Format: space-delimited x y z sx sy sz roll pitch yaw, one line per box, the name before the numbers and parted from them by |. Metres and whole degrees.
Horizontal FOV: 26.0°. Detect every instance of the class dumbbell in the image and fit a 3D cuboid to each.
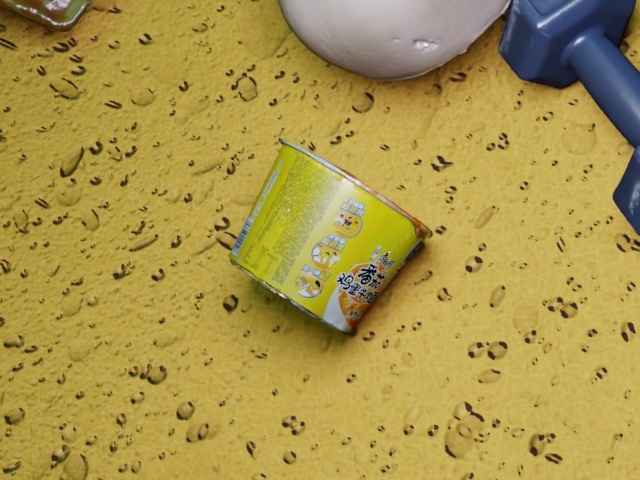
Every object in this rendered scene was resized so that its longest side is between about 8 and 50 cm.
dumbbell | 0.329 -0.152 1.493 0.144 0.156 0.316 -18 57 -22

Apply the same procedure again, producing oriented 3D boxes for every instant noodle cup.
instant noodle cup | 0.000 0.000 1.523 0.205 0.205 0.153 31 86 30

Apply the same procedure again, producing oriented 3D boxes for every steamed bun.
steamed bun | 0.084 -0.347 1.587 0.324 0.206 0.324 -29 36 23

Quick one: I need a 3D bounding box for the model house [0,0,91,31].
model house | -0.379 -0.398 1.857 0.239 0.173 0.268 23 79 29
